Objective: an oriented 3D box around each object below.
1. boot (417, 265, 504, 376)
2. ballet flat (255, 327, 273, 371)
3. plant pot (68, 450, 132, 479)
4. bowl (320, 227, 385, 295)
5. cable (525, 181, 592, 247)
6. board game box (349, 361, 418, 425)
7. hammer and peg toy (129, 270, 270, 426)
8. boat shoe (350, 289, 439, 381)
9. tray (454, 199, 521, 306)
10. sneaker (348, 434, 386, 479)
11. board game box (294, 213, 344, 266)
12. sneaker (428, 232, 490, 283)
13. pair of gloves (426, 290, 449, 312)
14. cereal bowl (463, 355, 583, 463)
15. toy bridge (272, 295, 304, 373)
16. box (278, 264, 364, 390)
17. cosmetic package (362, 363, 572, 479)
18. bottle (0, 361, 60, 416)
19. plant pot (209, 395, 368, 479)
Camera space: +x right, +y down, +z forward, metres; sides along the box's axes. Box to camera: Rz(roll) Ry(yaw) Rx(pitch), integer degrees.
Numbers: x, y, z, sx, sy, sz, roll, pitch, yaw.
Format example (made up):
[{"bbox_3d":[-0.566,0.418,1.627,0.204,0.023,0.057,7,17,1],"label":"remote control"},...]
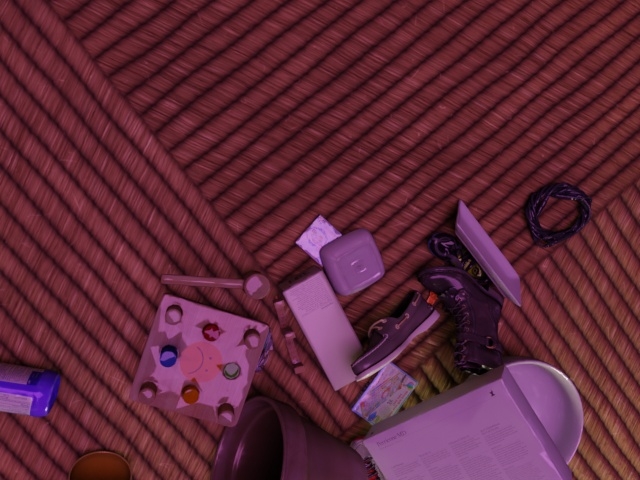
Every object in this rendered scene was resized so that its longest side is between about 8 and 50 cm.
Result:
[{"bbox_3d":[0.339,0.197,1.493,0.263,0.091,0.229,23,53,-12],"label":"boot"},{"bbox_3d":[-0.135,0.262,1.505,0.041,0.041,0.114,23,91,-13],"label":"ballet flat"},{"bbox_3d":[-0.500,0.559,1.421,0.134,0.134,0.095,11,119,-13],"label":"plant pot"},{"bbox_3d":[0.085,0.056,1.506,0.142,0.053,0.142,-27,110,-12],"label":"bowl"},{"bbox_3d":[0.613,-0.074,1.623,0.184,0.047,0.151,-25,95,-6],"label":"cable"},{"bbox_3d":[0.159,0.386,1.580,0.103,0.026,0.154,38,87,-12],"label":"board game box"},{"bbox_3d":[-0.261,0.219,1.426,0.265,0.127,0.361,18,92,-11],"label":"hammer and peg toy"},{"bbox_3d":[0.163,0.219,1.477,0.305,0.109,0.091,-32,84,-41],"label":"boat shoe"},{"bbox_3d":[0.407,0.034,1.552,0.030,0.145,0.270,-34,104,27],"label":"tray"},{"bbox_3d":[0.132,0.589,1.562,0.088,0.093,0.225,-18,99,-9],"label":"sneaker"},{"bbox_3d":[0.000,0.000,1.510,0.090,0.020,0.090,43,86,-13],"label":"board game box"},{"bbox_3d":[0.348,0.043,1.558,0.188,0.078,0.067,37,88,-12],"label":"sneaker"},{"bbox_3d":[0.311,0.139,1.595,0.083,0.010,0.074,30,87,-15],"label":"pair of gloves"},{"bbox_3d":[0.475,0.448,1.594,0.338,0.141,0.339,-1,96,-12],"label":"cereal bowl"},{"bbox_3d":[-0.078,0.218,1.494,0.026,0.063,0.188,-18,100,-10],"label":"toy bridge"},{"bbox_3d":[0.012,0.205,1.497,0.113,0.094,0.275,-27,101,-7],"label":"box"},{"bbox_3d":[0.329,0.494,1.448,0.377,0.097,0.284,-32,90,24],"label":"cosmetic package"},{"bbox_3d":[-0.712,0.306,1.344,0.282,0.118,0.092,13,94,-14],"label":"bottle"},{"bbox_3d":[-0.057,0.546,1.432,0.280,0.323,0.323,24,91,-29],"label":"plant pot"}]
